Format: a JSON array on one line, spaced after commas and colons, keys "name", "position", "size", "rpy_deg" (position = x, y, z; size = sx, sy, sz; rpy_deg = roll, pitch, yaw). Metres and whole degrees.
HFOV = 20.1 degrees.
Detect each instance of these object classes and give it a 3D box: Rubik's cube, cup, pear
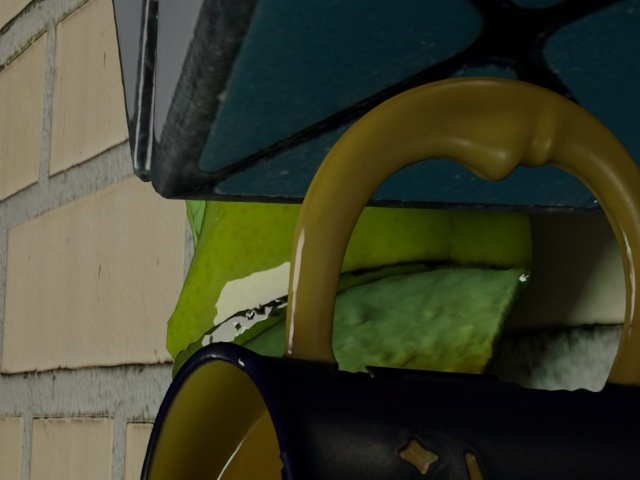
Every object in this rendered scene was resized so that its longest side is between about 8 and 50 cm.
[{"name": "Rubik's cube", "position": [0.051, -0.176, 0.760], "size": [0.259, 0.260, 0.255], "rpy_deg": [112, 154, -51]}, {"name": "cup", "position": [0.085, 0.093, 0.629], "size": [0.178, 0.256, 0.255], "rpy_deg": [-127, 45, -59]}, {"name": "pear", "position": [0.000, 0.000, 0.957], "size": [0.292, 0.159, 0.292], "rpy_deg": [-176, 90, -84]}]
